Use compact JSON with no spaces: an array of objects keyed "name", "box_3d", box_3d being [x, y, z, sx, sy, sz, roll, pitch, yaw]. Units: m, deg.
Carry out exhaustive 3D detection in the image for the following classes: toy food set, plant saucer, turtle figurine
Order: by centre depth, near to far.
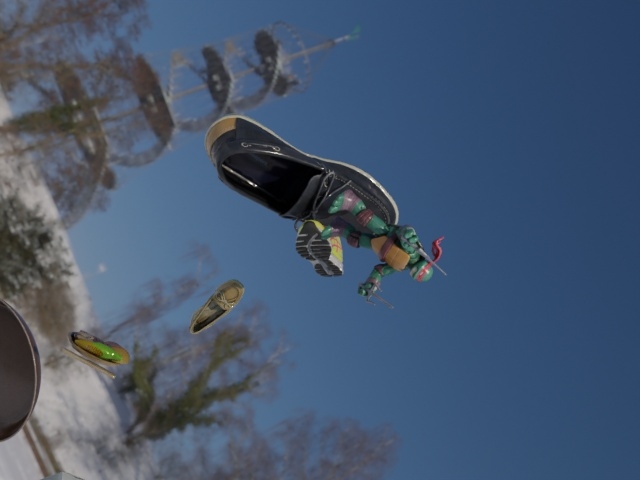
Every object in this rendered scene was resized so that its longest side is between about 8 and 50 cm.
[{"name":"turtle figurine","box_3d":[0.113,0.020,1.515,0.234,0.118,0.175,38,-57,18]},{"name":"toy food set","box_3d":[-0.435,0.208,1.732,0.132,0.039,0.192,29,3,-7]},{"name":"plant saucer","box_3d":[-0.673,0.256,1.793,0.310,0.050,0.311,3,-85,31]}]

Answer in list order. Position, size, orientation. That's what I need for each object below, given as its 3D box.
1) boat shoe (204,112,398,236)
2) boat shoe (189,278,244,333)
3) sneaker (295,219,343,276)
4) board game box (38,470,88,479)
[{"name":"boat shoe","box_3d":[-0.036,-0.113,1.978,0.187,0.500,0.156,-50,-153,26]},{"name":"boat shoe","box_3d":[-0.219,0.141,1.838,0.056,0.153,0.048,46,23,-15]},{"name":"sneaker","box_3d":[0.000,0.000,1.948,0.208,0.081,0.094,63,31,-58]},{"name":"board game box","box_3d":[-0.355,0.397,1.095,0.224,0.303,0.098,39,33,-49]}]
